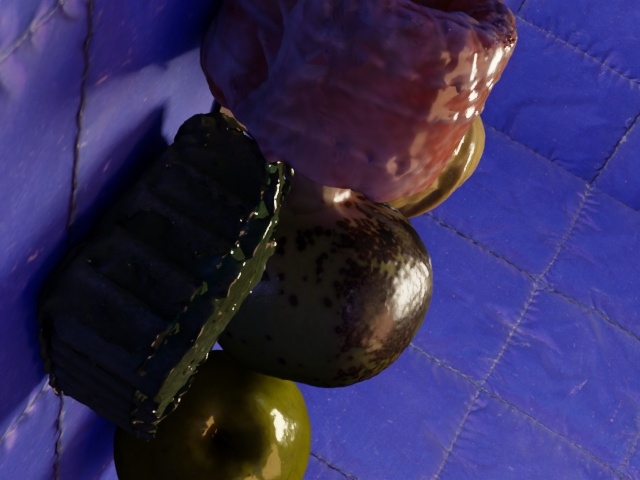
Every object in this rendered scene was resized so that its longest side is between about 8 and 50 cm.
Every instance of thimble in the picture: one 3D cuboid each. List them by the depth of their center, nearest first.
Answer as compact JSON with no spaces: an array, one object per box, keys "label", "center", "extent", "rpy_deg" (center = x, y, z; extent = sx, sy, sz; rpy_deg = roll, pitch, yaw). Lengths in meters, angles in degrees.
[{"label":"thimble","center":[0.030,-0.154,0.905],"extent":[0.162,0.239,0.239],"rpy_deg":[-59,174,29]}]

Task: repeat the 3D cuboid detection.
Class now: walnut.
[{"label":"walnut","center":[0.140,-0.147,1.839],"extent":[0.261,0.225,0.225],"rpy_deg":[-55,174,13]}]

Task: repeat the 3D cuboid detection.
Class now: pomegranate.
[{"label":"pomegranate","center":[0.000,0.000,1.366],"extent":[0.285,0.285,0.340],"rpy_deg":[-44,141,-65]}]

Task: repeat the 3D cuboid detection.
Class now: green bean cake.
[{"label":"green bean cake","center":[-0.130,0.032,1.003],"extent":[0.255,0.132,0.241],"rpy_deg":[-58,174,-21]}]

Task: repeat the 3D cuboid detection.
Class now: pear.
[{"label":"pear","center":[-0.138,0.259,1.469],"extent":[0.252,0.253,0.307],"rpy_deg":[-58,-174,-9]}]

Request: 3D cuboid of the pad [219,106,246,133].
[{"label":"pad","center":[-0.096,-0.106,1.165],"extent":[0.113,0.006,0.187],"rpy_deg":[-54,174,-42]}]
